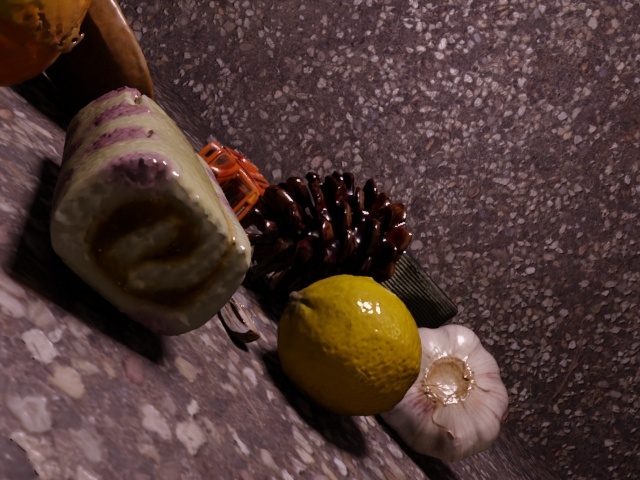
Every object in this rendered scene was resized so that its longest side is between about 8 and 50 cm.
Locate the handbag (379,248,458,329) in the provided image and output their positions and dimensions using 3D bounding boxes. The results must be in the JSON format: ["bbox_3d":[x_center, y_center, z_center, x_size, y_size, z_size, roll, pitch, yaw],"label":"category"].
[{"bbox_3d":[0.117,0.122,1.338,0.340,0.240,0.247,41,4,-46],"label":"handbag"}]

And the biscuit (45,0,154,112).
[{"bbox_3d":[-0.416,-0.361,0.959,0.350,0.070,0.394,8,-47,47],"label":"biscuit"}]

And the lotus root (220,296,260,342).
[{"bbox_3d":[-0.112,0.109,0.815,0.083,0.030,0.037,52,2,42],"label":"lotus root"}]

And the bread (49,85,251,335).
[{"bbox_3d":[-0.200,-0.048,0.676,0.187,0.155,0.338,51,-1,-31],"label":"bread"}]

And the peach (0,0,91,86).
[{"bbox_3d":[-0.404,-0.347,0.647,0.372,0.290,0.372,43,2,-1],"label":"peach"}]

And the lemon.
[{"bbox_3d":[0.041,0.146,0.845,0.231,0.192,0.192,46,5,-23],"label":"lemon"}]

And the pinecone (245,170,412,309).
[{"bbox_3d":[-0.004,-0.006,1.099,0.298,0.295,0.242,-12,-94,62],"label":"pinecone"}]

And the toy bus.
[{"bbox_3d":[-0.189,-0.100,1.204,0.153,0.143,0.329,46,4,3],"label":"toy bus"}]

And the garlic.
[{"bbox_3d":[0.226,0.296,1.130,0.245,0.245,0.253,48,-16,25],"label":"garlic"}]
